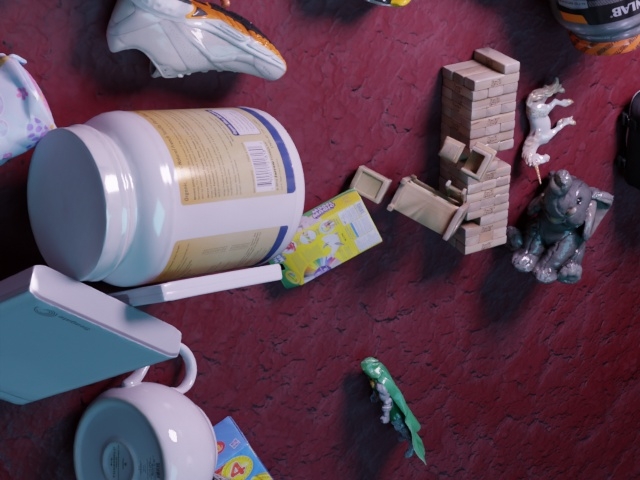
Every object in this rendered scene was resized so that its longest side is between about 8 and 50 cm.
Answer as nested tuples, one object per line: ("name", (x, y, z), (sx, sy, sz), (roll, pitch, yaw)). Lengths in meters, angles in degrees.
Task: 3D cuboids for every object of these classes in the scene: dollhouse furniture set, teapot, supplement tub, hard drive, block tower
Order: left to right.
("hard drive", (-0.391, 0.139, 1.369), (0.353, 0.047, 0.233), (-21, 142, 37))
("teapot", (-0.253, 0.331, 1.614), (0.187, 0.252, 0.256), (-4, 137, -54))
("supplement tub", (-0.202, -0.061, 1.359), (0.316, 0.228, 0.228), (-9, 122, -43))
("dollhouse furniture set", (0.171, -0.117, 1.666), (0.161, 0.182, 0.101), (-63, 169, 14))
("block tower", (0.261, -0.147, 1.713), (0.097, 0.091, 0.335), (-15, 123, -24))
("supplement tub", (0.431, -0.456, 1.569), (0.194, 0.193, 0.316), (-35, 129, -9))

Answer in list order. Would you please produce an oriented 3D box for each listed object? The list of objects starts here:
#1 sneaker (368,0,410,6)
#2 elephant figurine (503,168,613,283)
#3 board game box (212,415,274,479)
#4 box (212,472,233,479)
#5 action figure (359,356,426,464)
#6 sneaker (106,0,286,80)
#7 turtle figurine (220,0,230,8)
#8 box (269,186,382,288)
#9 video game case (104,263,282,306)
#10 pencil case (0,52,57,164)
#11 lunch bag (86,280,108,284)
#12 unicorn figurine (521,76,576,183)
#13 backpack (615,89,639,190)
("sneaker", (0.044, -0.395, 1.437), (0.225, 0.093, 0.088), (14, 109, -35))
("elephant figurine", (0.440, -0.050, 1.824), (0.169, 0.186, 0.239), (9, 123, -10))
("board game box", (-0.210, 0.512, 1.817), (0.308, 0.086, 0.302), (-35, 129, -9))
("box", (-0.191, 0.461, 1.724), (0.094, 0.027, 0.137), (33, 97, -40))
("action figure", (0.129, 0.301, 1.894), (0.063, 0.137, 0.232), (-27, 120, 0))
("sneaker", (-0.172, -0.265, 1.393), (0.262, 0.099, 0.121), (21, 112, -30))
("turtle figurine", (-0.231, -0.386, 1.241), (0.217, 0.087, 0.269), (-23, 104, -7))
("box", (0.000, 0.000, 1.658), (0.179, 0.043, 0.105), (-29, 129, -1))
("video game case", (-0.221, 0.072, 1.420), (0.204, 0.285, 0.025), (-9, 89, -45))
("pencil case", (-0.470, -0.124, 1.274), (0.273, 0.113, 0.124), (-31, 90, -11))
("lunch bag", (-0.311, 0.009, 1.478), (0.067, 0.065, 0.098), (6, 115, -17))
("unicorn figurine", (0.394, -0.200, 1.791), (0.111, 0.060, 0.162), (-28, 112, -10))
("backpack", (0.711, -0.199, 1.901), (0.254, 0.191, 0.225), (-23, 126, -24))
